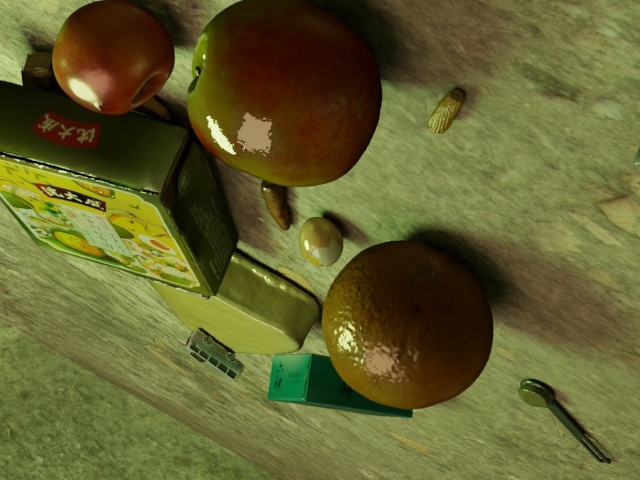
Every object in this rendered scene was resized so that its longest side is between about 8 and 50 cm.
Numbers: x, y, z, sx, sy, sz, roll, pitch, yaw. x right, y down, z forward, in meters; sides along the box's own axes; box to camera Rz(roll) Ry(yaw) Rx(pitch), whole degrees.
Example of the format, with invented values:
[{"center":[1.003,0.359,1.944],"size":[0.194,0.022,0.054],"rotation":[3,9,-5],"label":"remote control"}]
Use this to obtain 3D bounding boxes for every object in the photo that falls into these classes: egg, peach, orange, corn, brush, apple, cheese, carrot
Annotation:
[{"center":[0.000,0.000,1.739],"size":[0.071,0.071,0.083],"rotation":[17,151,33],"label":"egg"},{"center":[-0.041,-0.166,1.264],"size":[0.231,0.231,0.231],"rotation":[27,157,12],"label":"peach"},{"center":[0.130,0.128,1.633],"size":[0.264,0.264,0.264],"rotation":[27,157,12],"label":"orange"},{"center":[0.148,-0.150,1.299],"size":[0.027,0.028,0.083],"rotation":[36,154,3],"label":"corn"},{"center":[0.428,0.323,1.914],"size":[0.266,0.027,0.062],"rotation":[44,154,-28],"label":"brush"},{"center":[-0.274,-0.242,1.478],"size":[0.139,0.163,0.163],"rotation":[36,158,10],"label":"apple"},{"center":[-0.163,0.118,2.147],"size":[0.384,0.104,0.384],"rotation":[26,157,12],"label":"cheese"},{"center":[-0.069,-0.054,1.766],"size":[0.036,0.035,0.165],"rotation":[24,159,17],"label":"carrot"}]

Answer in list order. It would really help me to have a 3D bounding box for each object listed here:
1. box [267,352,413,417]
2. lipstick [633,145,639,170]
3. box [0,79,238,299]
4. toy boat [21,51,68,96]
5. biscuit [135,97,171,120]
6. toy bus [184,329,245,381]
[{"center":[0.042,0.278,2.111],"size":[0.245,0.092,0.153],"rotation":[14,167,-29],"label":"box"},{"center":[0.455,-0.009,1.141],"size":[0.317,0.068,0.066],"rotation":[40,157,-19],"label":"lipstick"},{"center":[-0.358,-0.080,1.857],"size":[0.373,0.138,0.420],"rotation":[16,159,14],"label":"box"},{"center":[-0.446,-0.246,1.822],"size":[0.072,0.064,0.206],"rotation":[14,160,-3],"label":"toy boat"},{"center":[-0.311,-0.233,1.712],"size":[0.184,0.027,0.133],"rotation":[36,158,-5],"label":"biscuit"},{"center":[-0.217,0.236,2.261],"size":[0.131,0.052,0.037],"rotation":[38,161,-12],"label":"toy bus"}]
